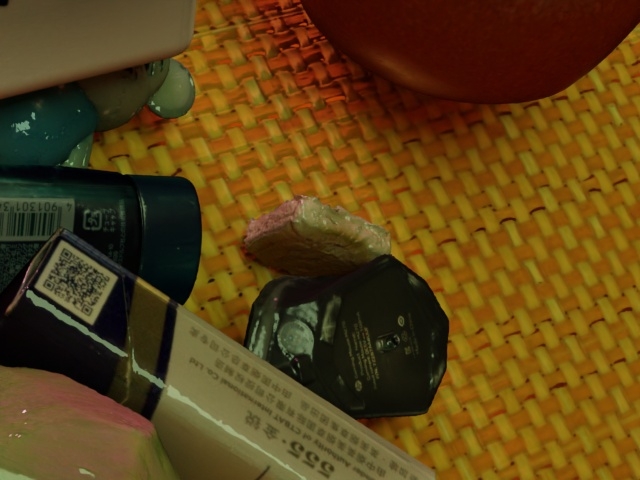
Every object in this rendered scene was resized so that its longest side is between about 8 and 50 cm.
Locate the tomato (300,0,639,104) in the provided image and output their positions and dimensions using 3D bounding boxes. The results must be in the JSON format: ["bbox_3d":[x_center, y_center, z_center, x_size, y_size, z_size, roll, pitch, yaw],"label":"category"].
[{"bbox_3d":[0.105,-0.262,1.308,0.341,0.273,0.341,5,64,-11],"label":"tomato"}]

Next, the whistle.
[{"bbox_3d":[-0.172,-0.079,1.155,0.235,0.077,0.114,-43,102,-37],"label":"whistle"}]

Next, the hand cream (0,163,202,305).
[{"bbox_3d":[-0.197,0.007,1.083,0.270,0.120,0.061,-3,23,-35],"label":"hand cream"}]

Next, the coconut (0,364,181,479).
[{"bbox_3d":[-0.177,0.160,0.921,0.236,0.236,0.205,32,58,-14],"label":"coconut"}]

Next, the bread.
[{"bbox_3d":[0.000,0.000,1.221,0.083,0.070,0.035,22,62,-23],"label":"bread"}]

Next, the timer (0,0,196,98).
[{"bbox_3d":[-0.194,-0.211,1.086,0.195,0.192,0.194,-17,46,-29],"label":"timer"}]

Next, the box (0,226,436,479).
[{"bbox_3d":[-0.085,0.116,1.044,0.259,0.168,0.071,33,48,-13],"label":"box"}]

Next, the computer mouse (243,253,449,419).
[{"bbox_3d":[0.011,0.068,1.177,0.192,0.062,0.106,-11,90,-49],"label":"computer mouse"}]
